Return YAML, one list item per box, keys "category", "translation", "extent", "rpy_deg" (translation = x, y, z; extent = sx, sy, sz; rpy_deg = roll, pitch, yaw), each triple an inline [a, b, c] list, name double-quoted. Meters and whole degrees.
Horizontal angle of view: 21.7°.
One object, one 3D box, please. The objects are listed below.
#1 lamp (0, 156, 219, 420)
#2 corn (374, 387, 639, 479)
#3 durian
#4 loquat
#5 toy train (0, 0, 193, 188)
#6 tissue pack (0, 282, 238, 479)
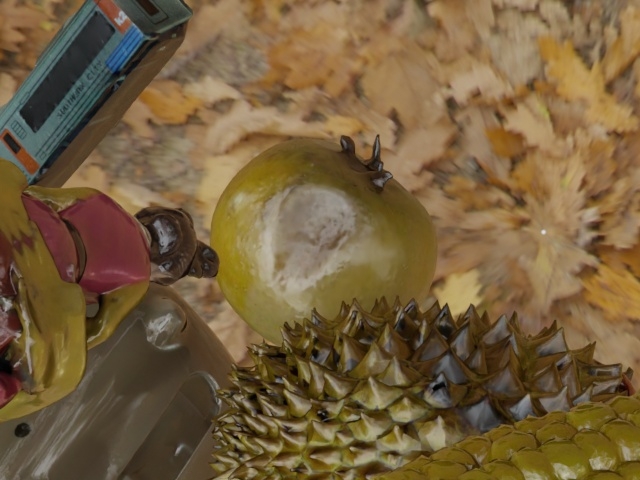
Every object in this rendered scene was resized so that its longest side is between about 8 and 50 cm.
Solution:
- category: "lamp"
  translation: [-0.141, 0.019, 0.714]
  extent: [0.118, 0.253, 0.118]
  rpy_deg: [1, 93, 21]
- category: "corn"
  translation: [0.091, 0.110, 0.526]
  extent: [0.321, 0.119, 0.119]
  rpy_deg: [-15, 88, -15]
- category: "durian"
  translation: [0.100, 0.201, 1.256]
  extent: [0.384, 0.347, 0.348]
  rpy_deg: [2, 91, -2]
- category: "loquat"
  translation: [0.002, 0.003, 1.524]
  extent: [0.213, 0.213, 0.213]
  rpy_deg: [0, 90, 8]
- category: "toy train"
  translation: [-0.268, -0.100, 1.581]
  extent: [0.089, 0.086, 0.409]
  rpy_deg: [48, 127, 2]
- category: "tissue pack"
  translation: [-0.244, 0.217, 1.649]
  extent: [0.267, 0.276, 0.387]
  rpy_deg: [53, 55, -25]
